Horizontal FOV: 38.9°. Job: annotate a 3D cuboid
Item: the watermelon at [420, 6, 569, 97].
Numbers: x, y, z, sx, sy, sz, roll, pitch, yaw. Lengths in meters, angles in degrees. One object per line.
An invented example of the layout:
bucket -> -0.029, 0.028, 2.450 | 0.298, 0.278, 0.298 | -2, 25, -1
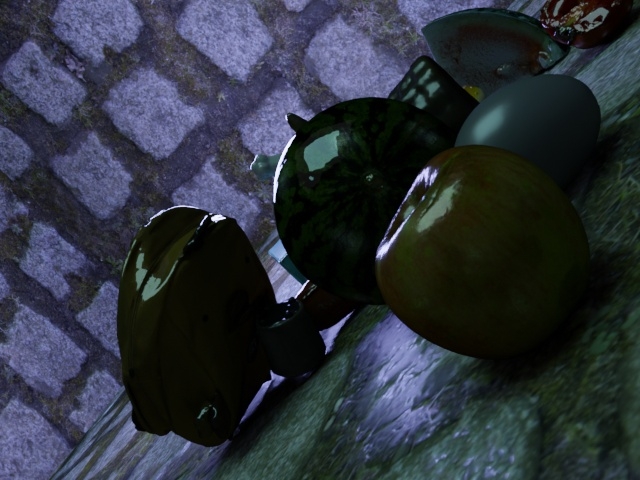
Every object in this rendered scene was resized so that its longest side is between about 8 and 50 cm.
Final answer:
watermelon -> 0.336, -0.367, 1.846 | 0.320, 0.289, 0.214 | -151, 75, -70

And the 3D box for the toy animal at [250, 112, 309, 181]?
toy animal -> 0.044, -0.200, 1.936 | 0.180, 0.362, 0.181 | -84, 5, -66

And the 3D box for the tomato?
tomato -> 0.470, -0.385, 1.565 | 0.159, 0.091, 0.139 | 20, 73, 53

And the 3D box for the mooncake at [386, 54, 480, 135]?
mooncake -> 0.198, -0.175, 1.424 | 0.124, 0.228, 0.228 | -44, 7, 18

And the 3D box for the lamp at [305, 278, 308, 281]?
lamp -> 0.063, -0.039, 1.710 | 0.269, 0.047, 0.266 | -42, 35, 12

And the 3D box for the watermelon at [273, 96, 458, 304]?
watermelon -> 0.075, -0.055, 1.237 | 0.285, 0.285, 0.285 | -45, 7, 7

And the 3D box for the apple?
apple -> 0.151, 0.013, 0.837 | 0.196, 0.196, 0.196 | -45, 7, 7

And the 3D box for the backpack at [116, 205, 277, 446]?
backpack -> -0.191, 0.138, 1.458 | 0.201, 0.378, 0.354 | 1, 39, 22

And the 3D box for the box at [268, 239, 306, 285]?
box -> 0.000, 0.000, 1.992 | 0.205, 0.118, 0.311 | -50, 7, -3

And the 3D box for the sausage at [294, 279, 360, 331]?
sausage -> 0.077, 0.029, 1.482 | 0.330, 0.102, 0.102 | -44, 7, 4

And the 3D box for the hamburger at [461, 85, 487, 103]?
hamburger -> 0.245, -0.205, 1.734 | 0.173, 0.116, 0.210 | -36, 16, 51

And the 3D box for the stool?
stool -> -0.048, 0.152, 1.413 | 0.096, 0.110, 0.096 | -19, 22, 8

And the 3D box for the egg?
egg -> 0.251, -0.119, 1.101 | 0.198, 0.146, 0.146 | -37, 7, 1
